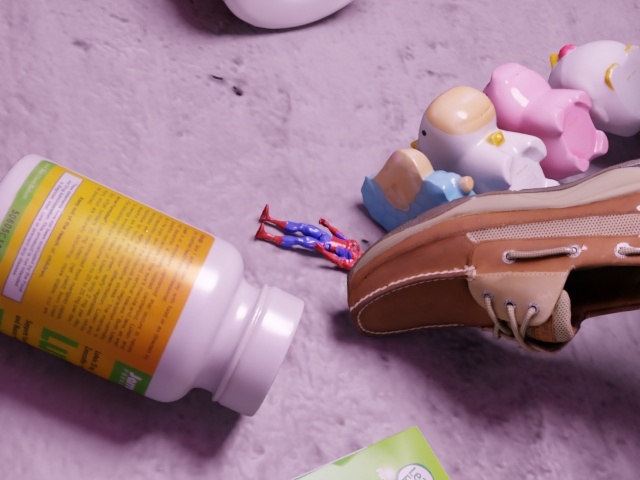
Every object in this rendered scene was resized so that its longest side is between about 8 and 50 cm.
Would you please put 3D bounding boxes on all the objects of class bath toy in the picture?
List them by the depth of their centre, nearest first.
[{"bbox_3d":[0.198,-0.108,1.224,0.348,0.129,0.151,-34,106,-36],"label":"bath toy"}]

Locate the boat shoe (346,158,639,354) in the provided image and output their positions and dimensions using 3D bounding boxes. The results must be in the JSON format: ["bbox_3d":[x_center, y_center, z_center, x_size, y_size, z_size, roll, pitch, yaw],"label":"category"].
[{"bbox_3d":[0.180,0.028,1.021,0.323,0.122,0.120,-17,55,14],"label":"boat shoe"}]

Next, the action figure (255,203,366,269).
[{"bbox_3d":[0.000,0.000,1.118,0.115,0.030,0.038,20,44,-10],"label":"action figure"}]

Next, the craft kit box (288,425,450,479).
[{"bbox_3d":[0.032,0.288,0.895,0.246,0.061,0.250,-16,63,-35],"label":"craft kit box"}]

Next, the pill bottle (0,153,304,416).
[{"bbox_3d":[-0.144,0.042,0.950,0.245,0.136,0.136,25,49,-4],"label":"pill bottle"}]

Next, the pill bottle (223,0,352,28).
[{"bbox_3d":[-0.089,-0.434,1.281,0.224,0.224,0.392,-16,62,-32],"label":"pill bottle"}]
